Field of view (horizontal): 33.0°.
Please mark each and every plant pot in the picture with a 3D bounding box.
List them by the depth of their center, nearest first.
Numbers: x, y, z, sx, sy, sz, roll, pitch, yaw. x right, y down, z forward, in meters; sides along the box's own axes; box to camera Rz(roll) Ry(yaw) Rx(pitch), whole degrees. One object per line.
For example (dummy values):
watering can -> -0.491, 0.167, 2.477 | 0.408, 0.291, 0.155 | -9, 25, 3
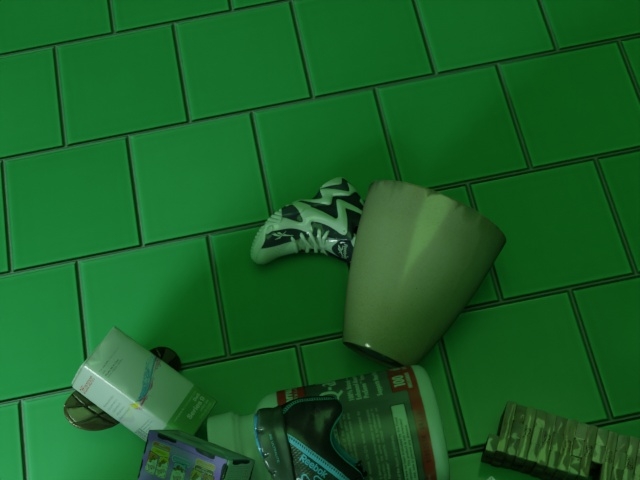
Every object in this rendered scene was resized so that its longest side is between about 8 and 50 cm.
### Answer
plant pot -> 0.147, 0.075, 1.852 | 0.256, 0.256, 0.274 | 22, 78, 13

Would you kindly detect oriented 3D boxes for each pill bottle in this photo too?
pill bottle -> 0.012, 0.334, 1.738 | 0.362, 0.210, 0.210 | -11, 64, -2

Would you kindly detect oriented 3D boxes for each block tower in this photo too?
block tower -> 0.439, 0.358, 1.767 | 0.335, 0.091, 0.097 | 14, 65, 9

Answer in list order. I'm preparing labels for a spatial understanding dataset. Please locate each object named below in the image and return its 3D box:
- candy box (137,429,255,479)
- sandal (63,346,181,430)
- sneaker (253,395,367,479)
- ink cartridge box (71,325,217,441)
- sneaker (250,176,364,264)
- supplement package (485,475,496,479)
candy box -> -0.202, 0.401, 1.624 | 0.164, 0.070, 0.196 | 13, 89, 36
sandal -> -0.343, 0.261, 1.882 | 0.219, 0.060, 0.090 | -35, 83, -28
sneaker -> 0.014, 0.393, 1.574 | 0.139, 0.125, 0.341 | -18, 94, -3
ink cartridge box -> -0.294, 0.252, 1.780 | 0.212, 0.154, 0.093 | 36, 63, -5
sneaker -> 0.000, 0.000, 1.961 | 0.235, 0.094, 0.153 | -31, 58, -22
supplement package -> 0.226, 0.534, 1.666 | 0.262, 0.145, 0.204 | -36, 69, -13
